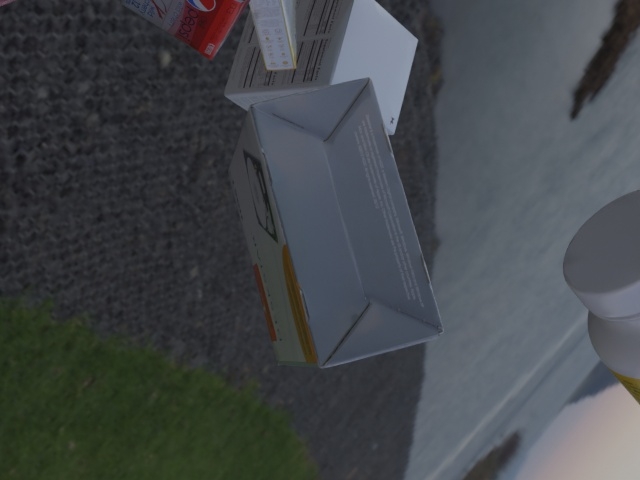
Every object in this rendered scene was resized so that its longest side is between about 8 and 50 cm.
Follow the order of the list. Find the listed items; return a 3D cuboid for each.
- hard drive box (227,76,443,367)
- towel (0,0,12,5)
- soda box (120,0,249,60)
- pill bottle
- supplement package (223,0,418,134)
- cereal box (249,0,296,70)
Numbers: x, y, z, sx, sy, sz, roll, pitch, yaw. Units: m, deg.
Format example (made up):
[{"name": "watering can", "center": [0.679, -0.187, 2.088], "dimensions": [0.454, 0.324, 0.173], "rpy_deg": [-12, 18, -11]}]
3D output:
[{"name": "hard drive box", "center": [0.000, 0.000, 0.752], "dimensions": [0.089, 0.181, 0.232], "rpy_deg": [-14, 175, -10]}, {"name": "towel", "center": [-0.320, -0.331, 0.745], "dimensions": [0.237, 0.329, 0.037], "rpy_deg": [-11, -162, 25]}, {"name": "soda box", "center": [-0.050, -0.272, 0.764], "dimensions": [0.263, 0.083, 0.092], "rpy_deg": [-64, -169, -27]}, {"name": "pill bottle", "center": [0.400, 0.108, 1.022], "dimensions": [0.188, 0.334, 0.188], "rpy_deg": [-35, -155, 20]}, {"name": "supplement package", "center": [0.002, -0.318, 1.822], "dimensions": [0.199, 0.262, 0.198], "rpy_deg": [30, 70, -45]}, {"name": "cereal box", "center": [-0.063, -0.346, 1.204], "dimensions": [0.240, 0.047, 0.173], "rpy_deg": [77, 12, -63]}]
